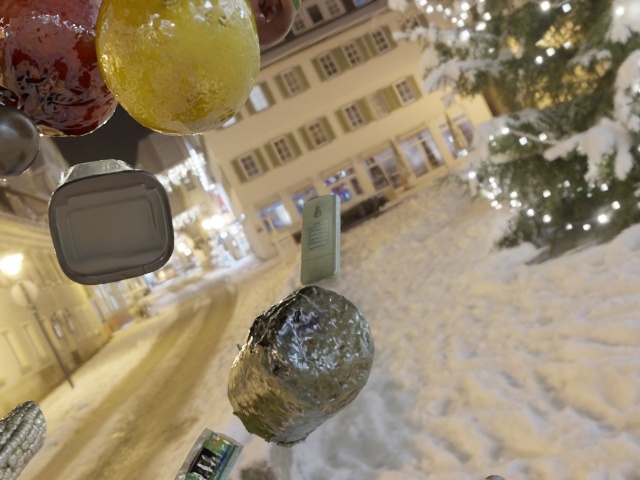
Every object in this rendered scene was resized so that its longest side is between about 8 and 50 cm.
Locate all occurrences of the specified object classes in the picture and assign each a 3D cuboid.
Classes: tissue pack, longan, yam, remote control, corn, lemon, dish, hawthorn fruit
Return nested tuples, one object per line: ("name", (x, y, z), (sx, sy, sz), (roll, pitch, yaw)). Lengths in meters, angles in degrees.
("tissue pack", (-0.197, 0.391, 1.237), (0.111, 0.079, 0.085), (-61, -12, -13))
("longan", (-0.441, -0.131, 0.966), (0.113, 0.092, 0.113), (-38, -21, -17))
("yam", (-0.041, 0.210, 1.141), (0.195, 0.195, 0.300), (-27, -17, -29))
("remote control", (0.000, 0.000, 1.657), (0.098, 0.233, 0.038), (-15, -34, 25))
("corn", (-0.429, 0.293, 0.940), (0.087, 0.087, 0.211), (-26, 7, 16))
("lemon", (-0.197, -0.269, 0.998), (0.236, 0.236, 0.263), (-27, -41, 4))
("dish", (-0.131, -0.421, 1.145), (0.213, 0.213, 0.090), (-27, 41, -6))
("hawthorn fruit", (-0.452, -0.326, 1.191), (0.311, 0.295, 0.295), (-64, 14, -16))

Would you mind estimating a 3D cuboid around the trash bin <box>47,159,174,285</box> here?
("trash bin", (-0.426, -0.053, 1.412), (0.220, 0.219, 0.250), (-11, 22, -20))

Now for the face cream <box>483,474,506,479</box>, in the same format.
("face cream", (0.433, 0.648, 1.683), (0.073, 0.073, 0.283), (-26, 1, 8))

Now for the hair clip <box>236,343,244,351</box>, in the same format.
("hair clip", (-0.155, 0.265, 1.436), (0.030, 0.115, 0.039), (4, 20, 33))
